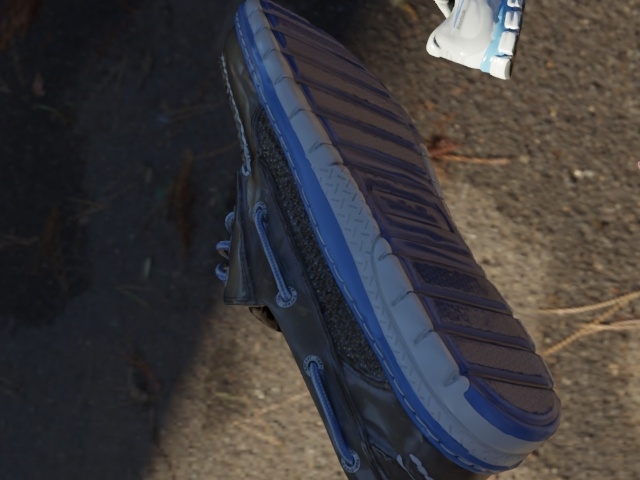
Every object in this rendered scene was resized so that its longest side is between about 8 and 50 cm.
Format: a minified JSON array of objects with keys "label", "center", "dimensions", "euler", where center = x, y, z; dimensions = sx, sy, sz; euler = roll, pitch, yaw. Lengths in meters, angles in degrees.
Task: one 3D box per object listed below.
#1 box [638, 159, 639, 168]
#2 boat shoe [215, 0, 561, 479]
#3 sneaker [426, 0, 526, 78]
[{"label":"box","center":[0.451,0.009,1.345],"dimensions":[0.122,0.257,0.128],"euler":[-31,19,19]},{"label":"boat shoe","center":[0.000,0.000,0.389],"dimensions":[0.066,0.066,0.183],"euler":[-45,47,25]},{"label":"sneaker","center":[0.123,-0.219,0.997],"dimensions":[0.083,0.071,0.191],"euler":[10,67,7]}]
